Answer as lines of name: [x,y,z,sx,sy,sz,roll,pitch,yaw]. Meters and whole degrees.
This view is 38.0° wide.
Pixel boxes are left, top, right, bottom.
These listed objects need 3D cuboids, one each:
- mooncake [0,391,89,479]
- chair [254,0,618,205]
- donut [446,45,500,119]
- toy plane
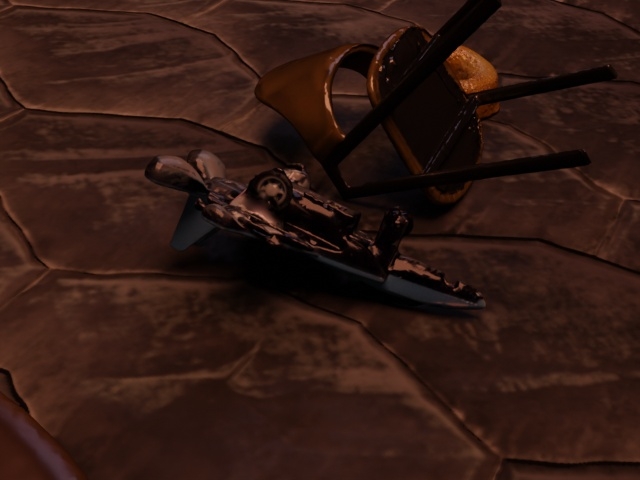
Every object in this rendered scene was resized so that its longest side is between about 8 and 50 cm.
mooncake: [-0.185,0.162,0.379,0.235,0.117,0.235,5,38,-4]
chair: [0.087,-0.121,0.772,0.247,0.172,0.158,-25,19,37]
donut: [0.129,-0.159,0.916,0.097,0.043,0.108,-29,53,-36]
toy plane: [0.003,-0.007,0.663,0.246,0.078,0.169,15,10,8]
